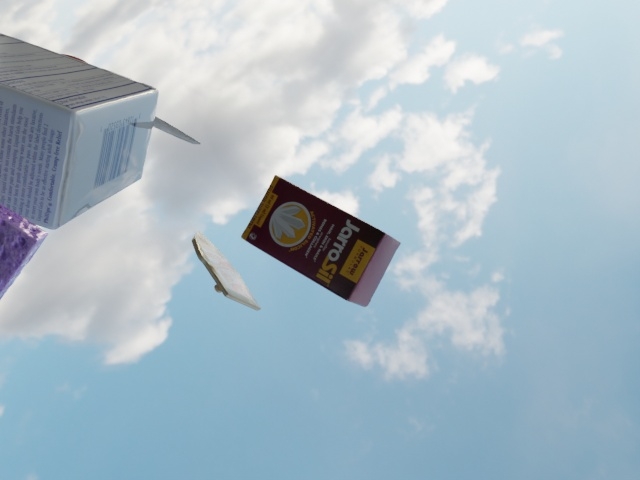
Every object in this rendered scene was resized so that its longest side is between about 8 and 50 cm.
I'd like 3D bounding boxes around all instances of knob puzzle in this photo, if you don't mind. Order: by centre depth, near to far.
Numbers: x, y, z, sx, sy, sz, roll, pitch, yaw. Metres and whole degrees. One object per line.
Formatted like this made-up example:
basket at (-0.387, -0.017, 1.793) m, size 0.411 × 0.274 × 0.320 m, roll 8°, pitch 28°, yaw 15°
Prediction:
knob puzzle at (-0.215, 0.061, 1.242) m, size 0.030 × 0.213 × 0.213 m, roll -38°, pitch -143°, yaw 4°

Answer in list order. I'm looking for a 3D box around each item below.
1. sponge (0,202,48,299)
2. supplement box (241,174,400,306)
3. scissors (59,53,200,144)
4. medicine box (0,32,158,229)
sponge at (-0.374, -0.021, 0.539) m, size 0.117 × 0.210 × 0.031 m, roll -49°, pitch -164°, yaw 16°
supplement box at (0.000, 0.000, 0.823) m, size 0.188 × 0.081 × 0.104 m, roll 29°, pitch -89°, yaw 25°
scissors at (-0.327, -0.229, 0.961) m, size 0.297 × 0.108 × 0.021 m, roll 13°, pitch -161°, yaw 14°
medicine box at (-0.400, -0.161, 0.771) m, size 0.263 × 0.290 × 0.149 m, roll -74°, pitch -178°, yaw -70°
